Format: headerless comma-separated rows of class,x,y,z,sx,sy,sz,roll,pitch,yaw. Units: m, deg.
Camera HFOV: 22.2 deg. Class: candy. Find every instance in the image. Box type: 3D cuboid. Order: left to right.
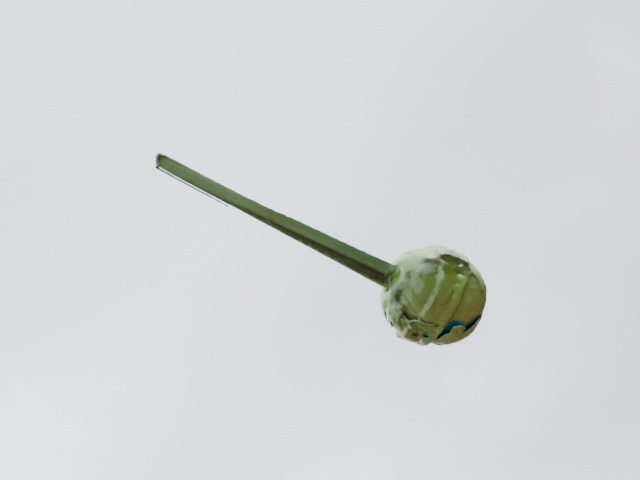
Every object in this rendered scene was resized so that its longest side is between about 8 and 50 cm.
candy,0.000,0.000,1.478,0.093,0.335,0.092,-36,30,63
